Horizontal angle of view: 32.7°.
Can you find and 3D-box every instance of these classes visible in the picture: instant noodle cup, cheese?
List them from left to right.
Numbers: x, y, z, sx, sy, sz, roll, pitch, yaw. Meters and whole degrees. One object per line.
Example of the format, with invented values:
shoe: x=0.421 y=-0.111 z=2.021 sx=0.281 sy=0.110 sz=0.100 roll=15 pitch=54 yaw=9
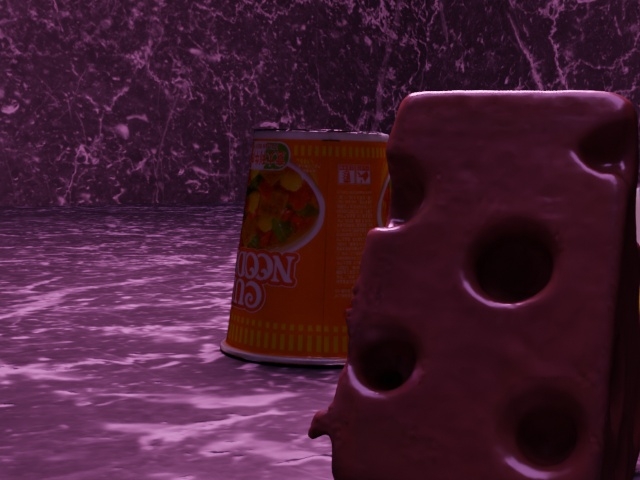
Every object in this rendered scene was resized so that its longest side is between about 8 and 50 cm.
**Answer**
instant noodle cup: x=0.000 y=0.000 z=0.914 sx=0.168 sy=0.185 sz=0.168 roll=2 pitch=5 yaw=0
cheese: x=0.095 y=0.056 z=0.552 sx=0.128 sy=0.203 sz=0.177 roll=2 pitch=-27 yaw=21

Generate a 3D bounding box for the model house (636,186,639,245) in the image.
model house: x=0.525 y=-0.033 z=1.682 sx=0.100 sy=0.127 sz=0.149 roll=-2 pitch=-8 yaw=-29
